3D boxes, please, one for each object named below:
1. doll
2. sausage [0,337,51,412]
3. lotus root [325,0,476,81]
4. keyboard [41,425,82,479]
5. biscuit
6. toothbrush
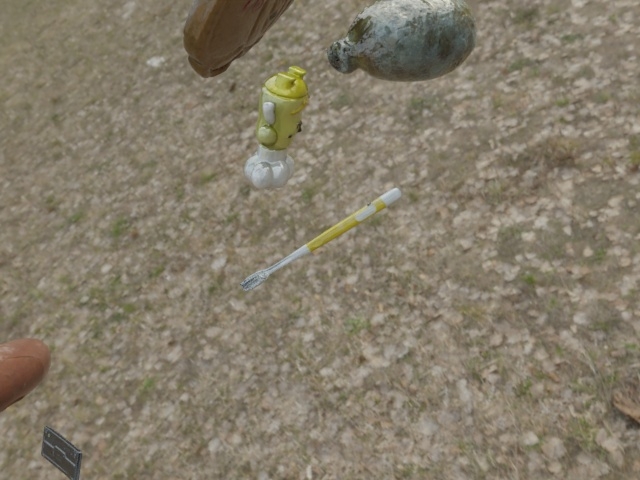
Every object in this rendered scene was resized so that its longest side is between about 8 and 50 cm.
[{"bbox_3d":[-0.054,-0.138,0.885,0.062,0.162,0.106,21,30,10],"label":"doll"},{"bbox_3d":[-0.409,0.184,0.718,0.088,0.088,0.433,-21,6,17],"label":"sausage"},{"bbox_3d":[0.175,-0.395,1.361,0.349,0.175,0.175,-21,29,-31],"label":"lotus root"},{"bbox_3d":[-0.411,0.338,1.103,0.155,0.010,0.053,6,88,50],"label":"keyboard"},{"bbox_3d":[-0.111,-0.466,1.275,0.359,0.074,0.381,-53,-5,33],"label":"biscuit"},{"bbox_3d":[0.000,0.000,1.069,0.288,0.021,0.024,-32,8,4],"label":"toothbrush"}]
